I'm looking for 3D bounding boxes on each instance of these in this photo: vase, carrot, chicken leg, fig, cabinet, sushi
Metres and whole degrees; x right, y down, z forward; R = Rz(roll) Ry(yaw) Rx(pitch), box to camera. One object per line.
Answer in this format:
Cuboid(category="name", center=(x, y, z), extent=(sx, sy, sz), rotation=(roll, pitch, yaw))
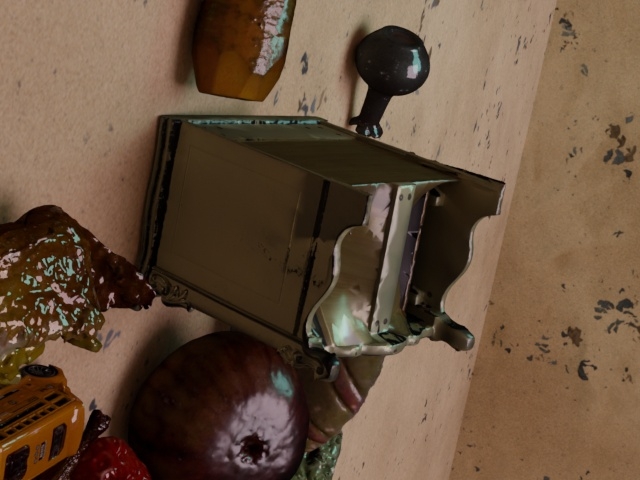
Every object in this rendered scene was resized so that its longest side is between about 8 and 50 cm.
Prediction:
Cuboid(category="vase", center=(0.098, -0.245, 2.096), extent=(0.120, 0.120, 0.183), rotation=(-44, 161, -55))
Cuboid(category="carrot", center=(-0.075, -0.312, 1.538), extent=(0.114, 0.114, 0.302), rotation=(5, 97, -71))
Cuboid(category="chicken leg", center=(-0.302, 0.274, 1.416), extent=(0.048, 0.089, 0.219), rotation=(47, 64, -20))
Cuboid(category="fig", center=(-0.129, 0.231, 1.691), extent=(0.235, 0.214, 0.235), rotation=(8, 79, -47))
Cuboid(category="cabinet", center=(0.000, 0.000, 1.570), extent=(0.290, 0.318, 0.227), rotation=(-5, 112, -50))
Cuboid(category="sushi", center=(-0.285, 0.069, 1.204), extent=(0.296, 0.167, 0.179), rotation=(-41, 121, -69))

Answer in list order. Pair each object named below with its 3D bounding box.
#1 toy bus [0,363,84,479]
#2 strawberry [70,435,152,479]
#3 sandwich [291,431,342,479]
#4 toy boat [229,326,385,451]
Cuboid(category="toy bus", center=(-0.303, 0.194, 1.342), extent=(0.194, 0.088, 0.083), rotation=(-29, 133, -65))
Cuboid(category="strawberry", center=(-0.252, 0.350, 1.538), extent=(0.205, 0.205, 0.244), rotation=(33, 52, -71))
Cuboid(category="sandwich", center=(-0.055, 0.432, 2.067), extent=(0.262, 0.131, 0.325), rotation=(-86, -172, -79))
Cuboid(category="toy boat", center=(-0.021, 0.154, 1.822), extent=(0.111, 0.293, 0.276), rotation=(5, 97, -37))
